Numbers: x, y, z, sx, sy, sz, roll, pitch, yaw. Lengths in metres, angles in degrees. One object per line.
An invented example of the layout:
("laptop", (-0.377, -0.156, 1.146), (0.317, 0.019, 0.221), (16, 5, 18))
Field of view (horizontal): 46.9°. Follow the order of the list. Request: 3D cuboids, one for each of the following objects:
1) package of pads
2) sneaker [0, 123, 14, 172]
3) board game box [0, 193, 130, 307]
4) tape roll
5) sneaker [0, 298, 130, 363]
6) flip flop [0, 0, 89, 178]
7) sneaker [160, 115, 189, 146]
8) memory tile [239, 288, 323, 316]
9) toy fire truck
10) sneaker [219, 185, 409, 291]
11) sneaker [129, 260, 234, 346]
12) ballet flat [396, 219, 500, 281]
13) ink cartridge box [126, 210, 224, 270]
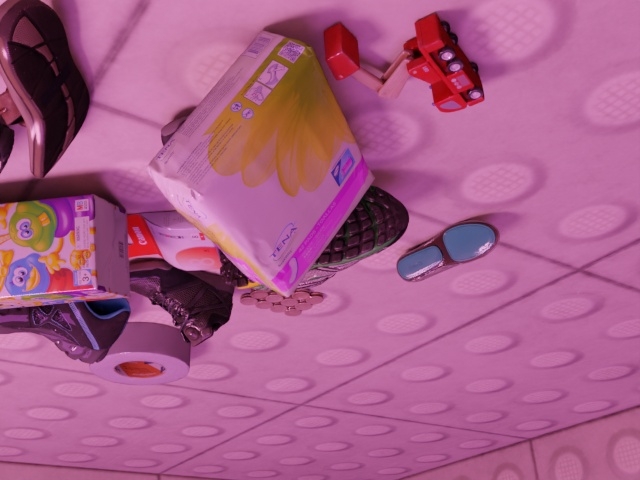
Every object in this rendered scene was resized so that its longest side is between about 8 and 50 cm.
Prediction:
("package of pads", (-0.062, -0.080, 0.928), (0.101, 0.229, 0.296), (29, 166, 31))
("sneaker", (-0.534, -0.097, 0.976), (0.283, 0.107, 0.124), (-20, 142, 27))
("board game box", (-0.448, 0.024, 1.120), (0.275, 0.144, 0.142), (-6, 171, 5))
("tape roll", (-0.402, 0.258, 1.654), (0.219, 0.072, 0.219), (-2, 150, -1))
("sneaker", (-0.516, 0.110, 1.367), (0.341, 0.125, 0.139), (28, 111, -40))
("flip flop", (-0.341, -0.177, 0.863), (0.080, 0.112, 0.277), (23, 153, 6))
("sneaker", (-0.114, -0.082, 1.042), (0.101, 0.106, 0.267), (-21, 145, 33))
("memory tile", (-0.078, 0.118, 1.499), (0.148, 0.012, 0.113), (19, 144, -33))
("toy fire truck", (0.105, -0.208, 0.897), (0.135, 0.047, 0.192), (-19, 148, 27))
("sneaker", (0.000, 0.000, 1.205), (0.344, 0.134, 0.146), (-17, 158, 36))
("sneaker", (-0.264, 0.116, 1.358), (0.228, 0.130, 0.087), (20, 142, -32))
("ballet flat", (0.230, 0.015, 1.310), (0.213, 0.072, 0.068), (-26, 171, 36))
("ink cartridge box", (-0.262, 0.005, 1.246), (0.179, 0.045, 0.145), (-6, 150, 0))
